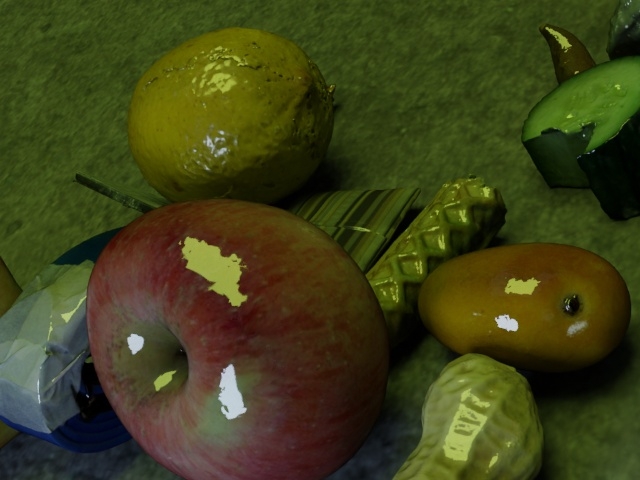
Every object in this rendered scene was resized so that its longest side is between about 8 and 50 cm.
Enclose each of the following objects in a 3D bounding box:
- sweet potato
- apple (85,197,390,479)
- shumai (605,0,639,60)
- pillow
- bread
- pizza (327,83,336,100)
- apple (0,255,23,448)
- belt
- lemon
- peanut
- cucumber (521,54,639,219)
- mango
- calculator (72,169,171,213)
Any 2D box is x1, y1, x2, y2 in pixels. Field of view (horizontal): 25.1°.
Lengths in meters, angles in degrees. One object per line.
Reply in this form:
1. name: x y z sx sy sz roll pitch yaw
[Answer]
1. sweet potato: 0.366 -0.206 1.910 0.069 0.059 0.249 -52 47 12
2. apple: -0.078 0.105 1.552 0.345 0.344 0.269 12 19 42
3. shumai: 0.511 -0.306 1.877 0.204 0.222 0.272 39 98 13
4. pillow: 0.000 0.000 1.864 0.212 0.052 0.208 -2 40 36
5. bread: 0.120 0.031 1.707 0.269 0.087 0.098 -47 11 -32
6. pizza: -0.051 -0.179 2.145 0.176 0.036 0.185 -41 41 -19
7. apple: -0.493 0.135 1.773 0.277 0.319 0.319 -37 36 -18
8. belt: -0.235 0.107 1.722 0.117 0.212 0.347 12 36 40
9. lemon: -0.127 -0.159 1.954 0.310 0.258 0.258 -14 35 29
10. peanut: 0.141 0.238 1.410 0.136 0.120 0.298 -3 43 34
11. cucumber: 0.353 -0.133 1.762 0.191 0.130 0.191 -20 31 13
12. mango: 0.208 0.072 1.550 0.255 0.175 0.139 -2 80 39
13. calculator: -0.216 -0.041 1.983 0.262 0.161 0.021 22 93 46
